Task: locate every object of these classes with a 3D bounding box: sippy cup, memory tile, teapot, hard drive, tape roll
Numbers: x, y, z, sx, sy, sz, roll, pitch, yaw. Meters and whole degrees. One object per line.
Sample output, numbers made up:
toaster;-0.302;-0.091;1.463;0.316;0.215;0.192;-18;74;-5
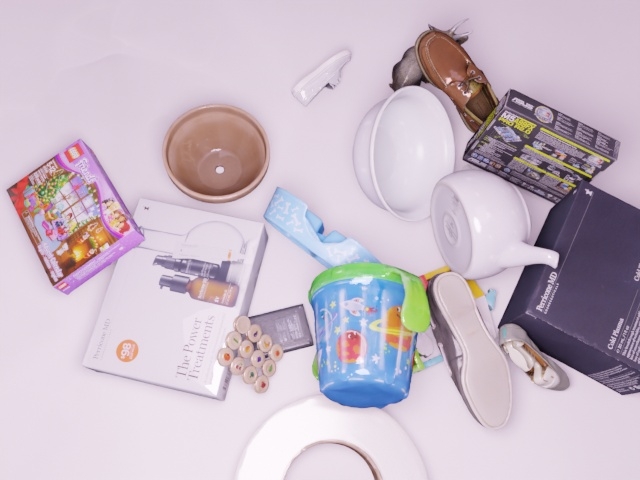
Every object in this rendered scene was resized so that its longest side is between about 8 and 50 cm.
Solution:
sippy cup;0.087;0.195;1.218;0.240;0.305;0.224;0;57;8
memory tile;-0.139;0.231;1.281;0.148;0.012;0.113;46;56;-31
teapot;0.361;-0.046;1.354;0.187;0.252;0.256;-13;88;-11
hard drive;-0.092;0.198;1.367;0.135;0.022;0.094;-13;73;-9
tape roll;0.021;0.503;1.248;0.392;0.072;0.392;1;70;-4

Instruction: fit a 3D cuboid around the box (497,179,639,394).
box;0.614;0.103;1.370;0.313;0.179;0.343;29;71;5

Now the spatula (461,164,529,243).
spatula;0.393;-0.079;1.500;0.168;0.019;0.242;-18;73;-11

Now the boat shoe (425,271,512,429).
boat shoe;0.309;0.228;1.330;0.112;0.095;0.335;-16;80;-12

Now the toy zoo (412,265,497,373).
toy zoo;0.257;0.168;1.399;0.293;0.030;0.192;-21;74;-11

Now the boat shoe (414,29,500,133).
boat shoe;0.340;-0.363;1.459;0.110;0.104;0.307;-47;118;4

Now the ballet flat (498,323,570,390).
ballet flat;0.446;0.264;1.329;0.213;0.072;0.068;46;37;-13

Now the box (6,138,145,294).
box;-0.529;-0.057;1.353;0.201;0.057;0.293;-36;64;-4

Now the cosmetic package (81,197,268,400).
cosmetic package;-0.295;0.119;1.333;0.284;0.097;0.377;10;71;7

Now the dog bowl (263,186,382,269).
dog bowl;0.000;0.000;1.375;0.297;0.166;0.074;37;85;8

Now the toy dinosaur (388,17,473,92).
toy dinosaur;0.220;-0.413;1.526;0.121;0.160;0.313;40;72;10

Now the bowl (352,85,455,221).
bowl;0.166;-0.194;1.430;0.134;0.298;0.297;6;63;45

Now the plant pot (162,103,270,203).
plant pot;-0.234;-0.184;1.441;0.237;0.110;0.237;1;72;-4

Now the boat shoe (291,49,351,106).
boat shoe;0.014;-0.400;1.560;0.184;0.066;0.063;-40;92;-18

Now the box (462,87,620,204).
box;0.491;-0.203;1.429;0.270;0.216;0.060;25;61;-1
